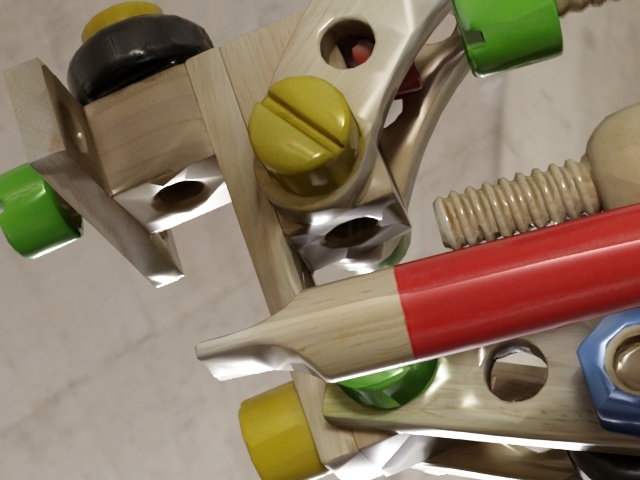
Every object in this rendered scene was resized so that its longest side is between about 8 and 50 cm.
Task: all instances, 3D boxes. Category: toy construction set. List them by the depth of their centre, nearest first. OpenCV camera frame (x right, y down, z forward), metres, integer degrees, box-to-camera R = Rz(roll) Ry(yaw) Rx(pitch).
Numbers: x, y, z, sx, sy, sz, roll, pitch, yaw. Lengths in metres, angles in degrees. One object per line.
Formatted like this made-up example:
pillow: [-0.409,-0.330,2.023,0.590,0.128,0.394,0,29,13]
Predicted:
toy construction set: [0.000,0.000,0.496,0.237,0.258,0.309,-15,2,5]
